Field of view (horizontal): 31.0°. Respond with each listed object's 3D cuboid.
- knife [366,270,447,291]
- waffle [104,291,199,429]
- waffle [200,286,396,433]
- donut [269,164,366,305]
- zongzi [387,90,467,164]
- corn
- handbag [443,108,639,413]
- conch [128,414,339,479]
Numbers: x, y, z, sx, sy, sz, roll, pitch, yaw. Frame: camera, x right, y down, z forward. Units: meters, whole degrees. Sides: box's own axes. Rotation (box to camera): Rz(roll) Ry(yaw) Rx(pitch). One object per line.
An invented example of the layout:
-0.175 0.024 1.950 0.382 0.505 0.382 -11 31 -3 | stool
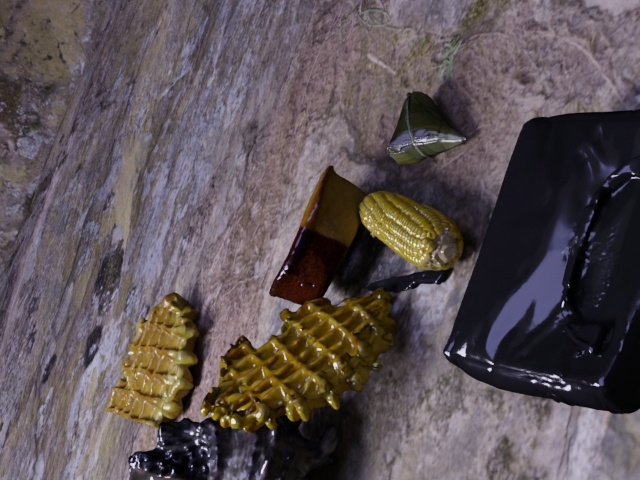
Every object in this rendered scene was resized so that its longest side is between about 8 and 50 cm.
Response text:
0.098 0.050 1.363 0.170 0.010 0.023 -12 52 61 | knife
-0.251 0.189 1.848 0.229 0.057 0.219 -4 64 60 | waffle
-0.025 0.139 1.338 0.229 0.051 0.231 -12 25 26 | waffle
0.000 0.000 1.468 0.184 0.073 0.166 -64 2 -10 | donut
0.142 -0.148 1.411 0.113 0.052 0.104 -16 48 42 | zongzi
0.103 -0.014 1.340 0.067 0.067 0.206 -64 26 4 | corn
0.239 0.014 1.043 0.244 0.088 0.275 4 69 60 | handbag
-0.104 0.313 1.369 0.313 0.186 0.240 -24 54 27 | conch
